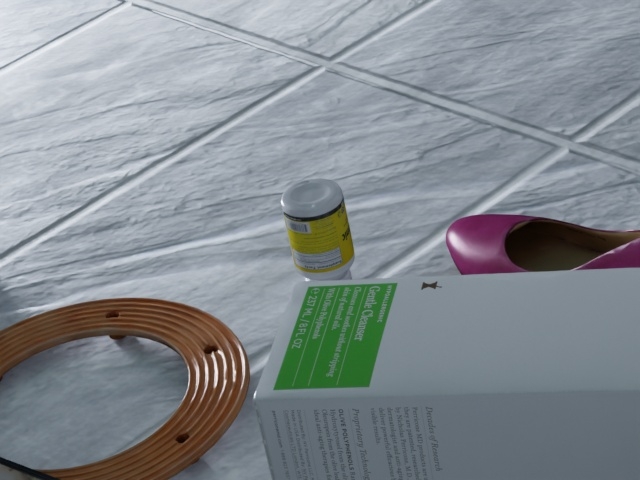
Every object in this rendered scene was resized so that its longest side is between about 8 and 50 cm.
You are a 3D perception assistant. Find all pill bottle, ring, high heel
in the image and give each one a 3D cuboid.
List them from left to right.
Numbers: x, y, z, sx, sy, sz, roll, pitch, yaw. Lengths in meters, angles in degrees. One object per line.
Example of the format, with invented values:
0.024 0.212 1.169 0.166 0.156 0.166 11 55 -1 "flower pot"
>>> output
-0.233 0.163 1.866 0.337 0.032 0.336 -9 31 5 "ring"
0.000 0.000 1.964 0.065 0.116 0.065 -8 33 5 "pill bottle"
0.262 -0.009 1.831 0.377 0.181 0.127 19 43 39 "high heel"

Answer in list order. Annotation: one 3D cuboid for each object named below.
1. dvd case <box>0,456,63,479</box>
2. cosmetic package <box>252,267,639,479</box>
-0.359 0.260 1.726 0.253 0.022 0.180 14 54 35 "dvd case"
0.147 0.139 1.666 0.366 0.155 0.197 -4 30 13 "cosmetic package"
